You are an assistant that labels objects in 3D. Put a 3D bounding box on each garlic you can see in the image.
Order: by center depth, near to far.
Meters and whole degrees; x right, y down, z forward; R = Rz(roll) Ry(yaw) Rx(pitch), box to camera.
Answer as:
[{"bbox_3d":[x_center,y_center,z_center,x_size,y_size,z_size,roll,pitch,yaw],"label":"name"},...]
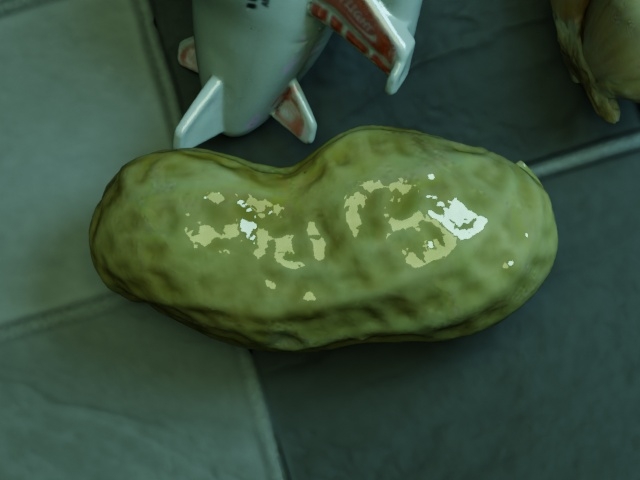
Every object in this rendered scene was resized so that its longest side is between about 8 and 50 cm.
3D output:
[{"bbox_3d":[0.206,-0.152,1.172,0.099,0.124,0.174,-25,37,-2],"label":"garlic"}]

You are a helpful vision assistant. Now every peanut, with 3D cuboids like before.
[{"bbox_3d":[0.000,0.000,1.168,0.305,0.147,0.147,-7,82,8],"label":"peanut"}]

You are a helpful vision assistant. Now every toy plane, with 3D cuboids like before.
[{"bbox_3d":[-0.039,-0.172,1.164,0.252,0.252,0.118,49,45,9],"label":"toy plane"}]
